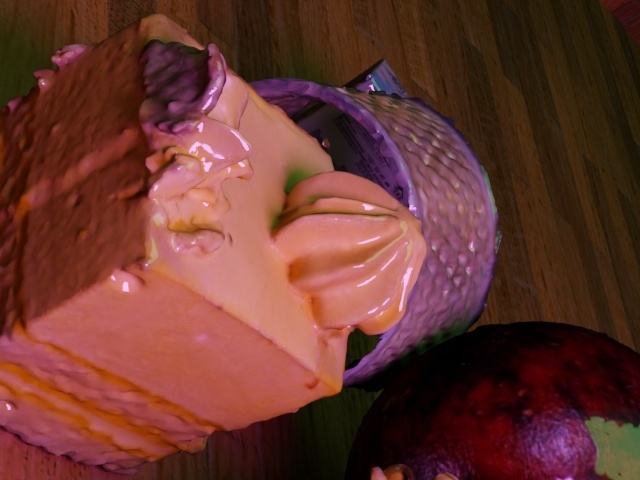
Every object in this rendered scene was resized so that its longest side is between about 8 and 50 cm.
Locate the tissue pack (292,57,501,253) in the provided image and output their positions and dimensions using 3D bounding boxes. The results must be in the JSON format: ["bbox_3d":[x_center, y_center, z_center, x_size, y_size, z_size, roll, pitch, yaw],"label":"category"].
[{"bbox_3d":[0.069,-0.058,1.407,0.229,0.159,0.145,55,26,-10],"label":"tissue pack"}]

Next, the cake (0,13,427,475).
[{"bbox_3d":[-0.096,-0.001,0.919,0.227,0.286,0.222,34,36,-41],"label":"cake"}]

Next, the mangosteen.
[{"bbox_3d":[0.162,0.213,1.042,0.311,0.311,0.311,41,32,-33],"label":"mangosteen"}]

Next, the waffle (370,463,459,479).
[{"bbox_3d":[0.108,0.257,0.769,0.329,0.062,0.329,30,26,-16],"label":"waffle"}]

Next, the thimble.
[{"bbox_3d":[0.000,0.000,1.119,0.150,0.271,0.270,1,62,-59],"label":"thimble"}]
